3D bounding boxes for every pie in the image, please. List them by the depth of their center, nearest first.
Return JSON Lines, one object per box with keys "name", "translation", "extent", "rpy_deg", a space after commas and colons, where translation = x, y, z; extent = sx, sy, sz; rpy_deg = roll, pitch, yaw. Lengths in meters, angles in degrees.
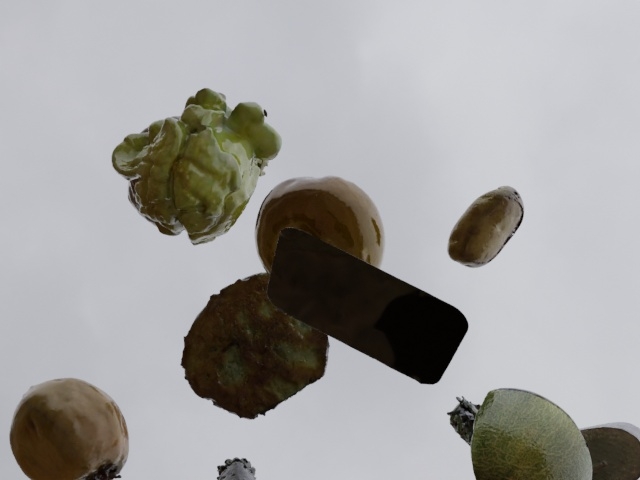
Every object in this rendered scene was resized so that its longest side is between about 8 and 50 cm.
{"name": "pie", "translation": [0.344, 0.422, 1.378], "extent": [0.296, 0.078, 0.371], "rpy_deg": [54, -1, -27]}
{"name": "pie", "translation": [-0.139, 0.225, 1.825], "extent": [0.355, 0.103, 0.288], "rpy_deg": [-35, -91, 3]}

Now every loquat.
{"name": "loquat", "translation": [-0.426, 0.340, 1.415], "extent": [0.234, 0.176, 0.187], "rpy_deg": [32, -53, 20]}

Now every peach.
{"name": "peach", "translation": [0.000, 0.000, 1.483], "extent": [0.251, 0.153, 0.251], "rpy_deg": [15, -51, 20]}

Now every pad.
{"name": "pad", "translation": [0.053, 0.090, 1.079], "extent": [0.267, 0.004, 0.181], "rpy_deg": [27, -40, 10]}

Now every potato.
{"name": "potato", "translation": [0.300, -0.026, 1.492], "extent": [0.170, 0.107, 0.080], "rpy_deg": [-56, -153, 0]}

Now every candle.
{"name": "candle", "translation": [0.480, 0.396, 1.449], "extent": [0.169, 0.068, 0.192], "rpy_deg": [31, -75, 33]}

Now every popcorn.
{"name": "popcorn", "translation": [-0.115, -0.064, 0.798], "extent": [0.141, 0.163, 0.135], "rpy_deg": [90, -13, -58]}

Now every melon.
{"name": "melon", "translation": [0.228, 0.242, 0.879], "extent": [0.079, 0.128, 0.160], "rpy_deg": [-27, -88, 46]}

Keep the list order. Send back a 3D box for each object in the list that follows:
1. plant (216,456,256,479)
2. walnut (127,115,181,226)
{"name": "plant", "translation": [-0.201, 0.571, 1.958], "extent": [0.094, 0.143, 0.092], "rpy_deg": [43, -87, -11]}
{"name": "walnut", "translation": [-0.320, -0.155, 1.874], "extent": [0.273, 0.273, 0.227], "rpy_deg": [4, -41, 39]}
